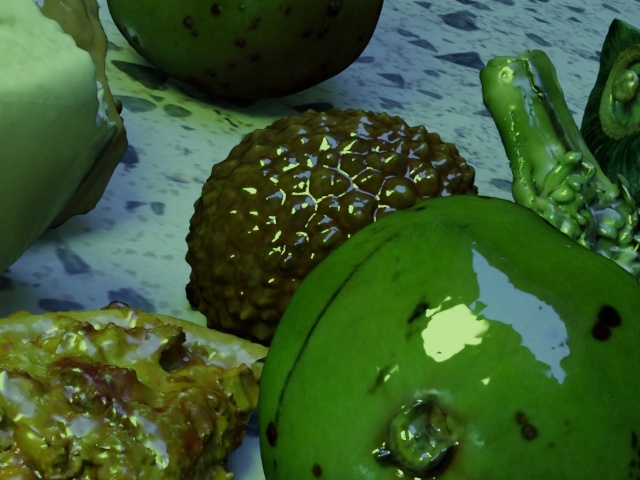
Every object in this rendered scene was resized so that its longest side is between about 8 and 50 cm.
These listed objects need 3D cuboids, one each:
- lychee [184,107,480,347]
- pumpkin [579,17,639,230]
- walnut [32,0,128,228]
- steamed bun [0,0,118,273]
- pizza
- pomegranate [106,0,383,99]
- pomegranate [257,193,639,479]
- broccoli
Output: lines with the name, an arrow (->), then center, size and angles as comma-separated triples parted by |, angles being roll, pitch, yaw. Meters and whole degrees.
lychee -> 0.000, 0.000, 1.031 | 0.238, 0.200, 0.200 | -17, 11, 31
pumpkin -> 0.356, -0.047, 1.306 | 0.263, 0.197, 0.293 | 16, 17, -28
walnut -> -0.254, -0.137, 1.126 | 0.238, 0.204, 0.141 | 26, -11, 21
steamed bun -> -0.274, -0.071, 0.927 | 0.272, 0.290, 0.273 | 20, 45, -4
pizza -> -0.145, 0.112, 0.852 | 0.335, 0.086, 0.226 | -4, 31, -36
pomegranate -> -0.076, -0.294, 1.413 | 0.291, 0.323, 0.291 | -6, 38, 5
pomegranate -> 0.093, 0.100, 0.842 | 0.254, 0.254, 0.270 | 27, 15, 21
broccoli -> 0.170, -0.026, 1.112 | 0.198, 0.177, 0.275 | 5, 63, -67
